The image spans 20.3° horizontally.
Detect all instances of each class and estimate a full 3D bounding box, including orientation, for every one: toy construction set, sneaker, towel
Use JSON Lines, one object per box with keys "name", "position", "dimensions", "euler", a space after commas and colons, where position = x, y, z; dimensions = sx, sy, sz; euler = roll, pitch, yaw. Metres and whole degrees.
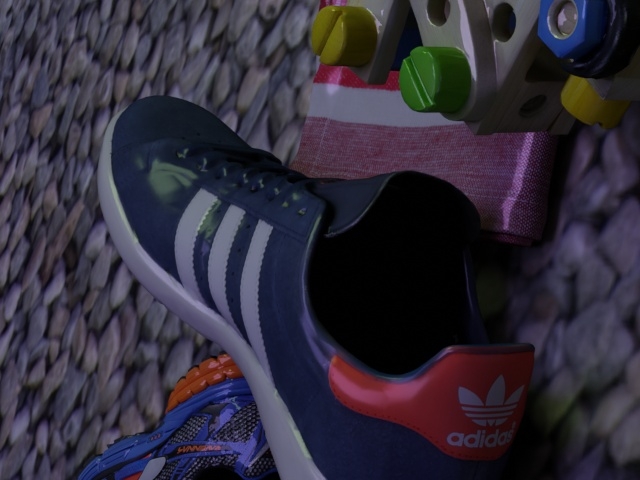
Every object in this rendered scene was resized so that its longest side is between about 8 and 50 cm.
{"name": "toy construction set", "position": [0.103, -0.176, 0.765], "dimensions": [0.215, 0.151, 0.327], "euler": [57, 150, 37]}
{"name": "sneaker", "position": [0.000, 0.000, 0.923], "dimensions": [0.350, 0.131, 0.148], "euler": [50, 130, 38]}
{"name": "towel", "position": [0.070, -0.164, 0.986], "dimensions": [0.237, 0.037, 0.329], "euler": [5, 85, 59]}
{"name": "sneaker", "position": [-0.084, 0.153, 1.066], "dimensions": [0.221, 0.083, 0.087], "euler": [-50, 42, 38]}
